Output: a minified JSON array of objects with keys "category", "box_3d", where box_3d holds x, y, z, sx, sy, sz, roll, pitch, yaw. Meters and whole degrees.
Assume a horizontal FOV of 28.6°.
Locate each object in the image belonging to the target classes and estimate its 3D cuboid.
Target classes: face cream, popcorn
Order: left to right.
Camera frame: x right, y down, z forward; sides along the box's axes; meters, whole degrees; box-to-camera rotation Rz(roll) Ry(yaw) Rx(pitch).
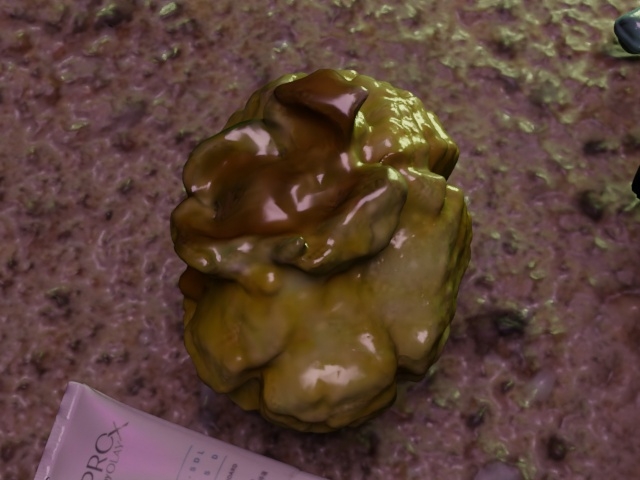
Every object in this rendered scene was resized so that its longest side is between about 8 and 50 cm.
[{"category":"face cream","box_3d":[-0.096,0.178,0.940,0.244,0.058,0.092,13,70,16]},{"category":"popcorn","box_3d":[0.000,0.000,0.924,0.224,0.270,0.258,9,20,3]}]

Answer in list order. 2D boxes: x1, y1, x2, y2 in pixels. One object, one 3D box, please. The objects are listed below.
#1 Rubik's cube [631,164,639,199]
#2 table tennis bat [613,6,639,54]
[{"category":"Rubik's cube","box_3d":[0.447,-0.075,0.891,0.305,0.310,0.307,-33,69,-11]},{"category":"table tennis bat","box_3d":[0.360,-0.234,1.126,0.237,0.038,0.149,-33,69,-17]}]
